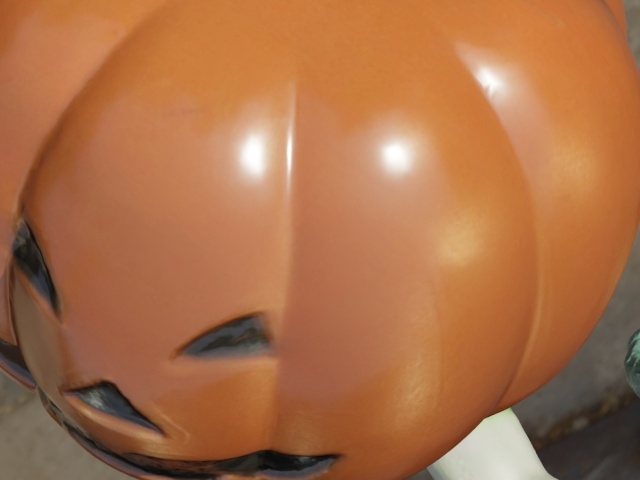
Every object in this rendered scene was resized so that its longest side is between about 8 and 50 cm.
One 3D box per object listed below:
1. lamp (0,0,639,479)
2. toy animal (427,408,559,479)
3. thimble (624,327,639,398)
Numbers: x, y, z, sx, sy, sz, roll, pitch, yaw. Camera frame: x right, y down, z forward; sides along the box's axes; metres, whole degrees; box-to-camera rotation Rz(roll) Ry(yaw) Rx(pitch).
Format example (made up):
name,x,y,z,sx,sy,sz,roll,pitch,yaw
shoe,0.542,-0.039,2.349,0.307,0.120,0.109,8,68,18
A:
name,x,y,z,sx,sy,sz,roll,pitch,yaw
lamp,-0.010,-0.034,0.469,0.188,0.187,0.164,26,143,16
toy animal,0.007,-0.010,0.889,0.181,0.180,0.363,-27,88,34
thimble,0.417,0.118,1.858,0.235,0.198,0.143,-27,108,44
